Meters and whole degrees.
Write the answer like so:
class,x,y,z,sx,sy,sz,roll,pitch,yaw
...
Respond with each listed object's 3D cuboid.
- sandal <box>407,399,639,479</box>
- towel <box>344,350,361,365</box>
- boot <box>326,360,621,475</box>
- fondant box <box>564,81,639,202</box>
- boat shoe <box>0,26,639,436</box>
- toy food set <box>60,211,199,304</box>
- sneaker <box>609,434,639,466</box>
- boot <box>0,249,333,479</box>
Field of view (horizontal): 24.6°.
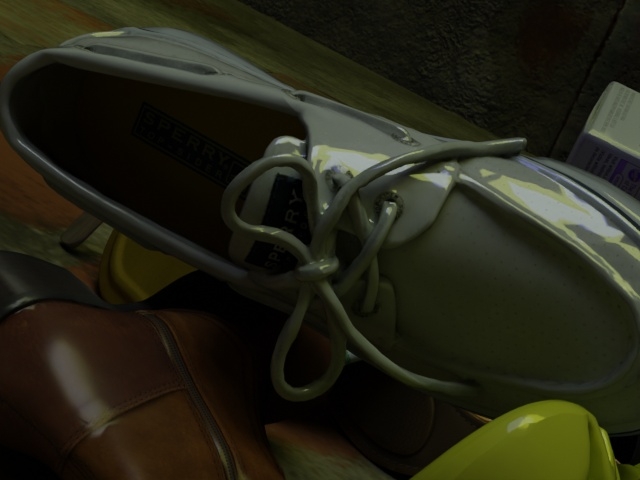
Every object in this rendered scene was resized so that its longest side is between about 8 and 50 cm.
class,x,y,z,sx,sy,sz,roll,pitch,yaw
sandal,0.131,0.170,0.656,0.317,0.126,0.138,23,34,-59
towel,0.008,0.046,0.903,0.152,0.023,0.113,-20,20,-5
boot,0.104,0.126,0.913,0.197,0.073,0.152,33,7,35
fondant box,0.306,0.064,1.098,0.330,0.238,0.096,28,37,7
boat shoe,0.002,-0.009,0.672,0.367,0.136,0.156,29,18,19
toy food set,-0.069,0.010,0.919,0.071,0.128,0.218,42,-3,-34
sneaker,0.251,0.144,1.004,0.295,0.104,0.147,18,12,16
boot,-0.014,0.114,0.662,0.280,0.096,0.264,42,10,35
